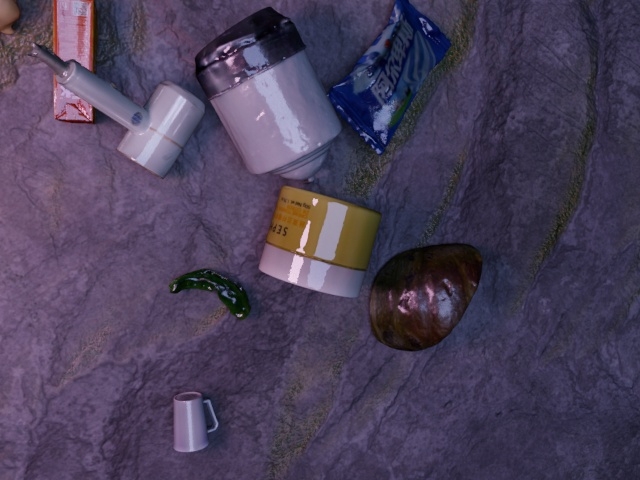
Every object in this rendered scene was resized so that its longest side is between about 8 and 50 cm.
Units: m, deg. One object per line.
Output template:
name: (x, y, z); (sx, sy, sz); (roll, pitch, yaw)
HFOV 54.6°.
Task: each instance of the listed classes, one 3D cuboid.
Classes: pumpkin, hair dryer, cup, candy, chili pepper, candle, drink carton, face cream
pumpkin: (0.236, 0.108, 1.405); (0.169, 0.148, 0.312); (35, 84, -22)
hair dryer: (-0.366, -0.257, 1.108); (0.173, 0.108, 0.357); (-60, 147, -3)
cup: (-0.270, 0.389, 1.343); (0.104, 0.074, 0.116); (-6, 96, -40)
candy: (0.149, -0.364, 1.332); (0.187, 0.077, 0.331); (40, 74, -21)
chili pepper: (-0.225, 0.107, 1.317); (0.182, 0.050, 0.073); (25, 97, -16)
candle: (-0.085, -0.254, 1.213); (0.221, 0.221, 0.342); (-32, 105, -10)
drink carton: (-0.456, -0.332, 1.158); (0.071, 0.096, 0.222); (1, 98, -17)
face cream: (0.000, 0.000, 1.278); (0.218, 0.218, 0.179); (15, 93, -18)

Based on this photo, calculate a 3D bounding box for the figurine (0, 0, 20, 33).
figurine: (-0.625, -0.389, 1.111); (0.114, 0.108, 0.196); (35, 105, -8)
